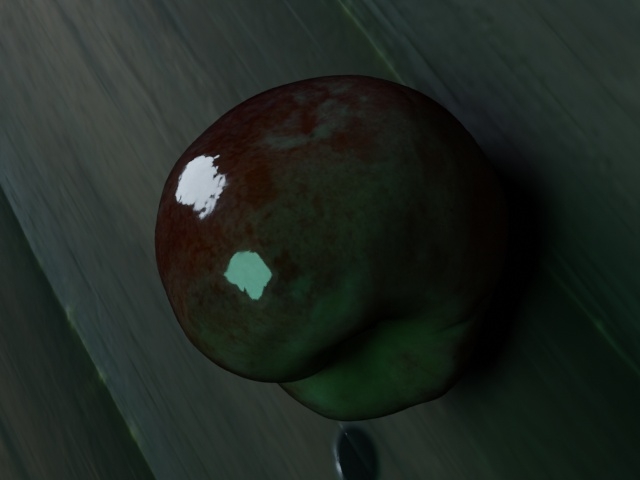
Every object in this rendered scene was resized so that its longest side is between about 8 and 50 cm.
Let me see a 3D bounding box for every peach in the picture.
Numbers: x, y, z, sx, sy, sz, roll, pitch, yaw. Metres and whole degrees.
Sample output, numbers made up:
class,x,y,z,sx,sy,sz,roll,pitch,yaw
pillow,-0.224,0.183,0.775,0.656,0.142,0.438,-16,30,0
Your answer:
class,x,y,z,sx,sy,sz,roll,pitch,yaw
peach,0.000,0.000,0.777,0.152,0.152,0.152,11,103,55
